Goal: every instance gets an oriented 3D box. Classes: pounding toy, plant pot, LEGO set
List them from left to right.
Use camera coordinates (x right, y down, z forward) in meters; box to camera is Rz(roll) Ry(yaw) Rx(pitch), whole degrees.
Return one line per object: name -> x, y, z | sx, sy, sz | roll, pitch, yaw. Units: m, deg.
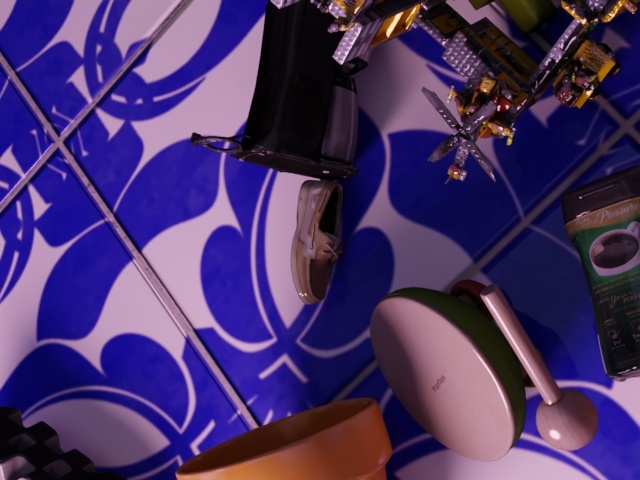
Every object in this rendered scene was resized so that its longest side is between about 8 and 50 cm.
plant pot -> -0.012, 0.274, 1.050 | 0.205, 0.205, 0.188 | -20, 89, 24
LEGO set -> 0.112, -0.233, 0.992 | 0.331, 0.192, 0.255 | 50, 135, 6
pounding toy -> 0.160, 0.101, 1.017 | 0.183, 0.110, 0.237 | 61, 152, -9

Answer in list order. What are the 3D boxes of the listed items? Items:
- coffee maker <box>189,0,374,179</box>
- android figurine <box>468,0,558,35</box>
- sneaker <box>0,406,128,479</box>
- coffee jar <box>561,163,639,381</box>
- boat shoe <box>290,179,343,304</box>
coffee maker -> -0.026, -0.166, 1.130 | 0.120, 0.171, 0.178 | 2, 81, 45
android figurine -> 0.168, -0.342, 1.058 | 0.273, 0.056, 0.248 | 55, 135, 3
sneaker -> -0.278, 0.333, 1.229 | 0.331, 0.122, 0.146 | 32, 115, 27
coffee jar -> 0.284, 0.028, 0.987 | 0.096, 0.079, 0.184 | -21, 73, 31
boat shoe -> 0.000, 0.000, 1.158 | 0.045, 0.050, 0.135 | -4, 80, 33
